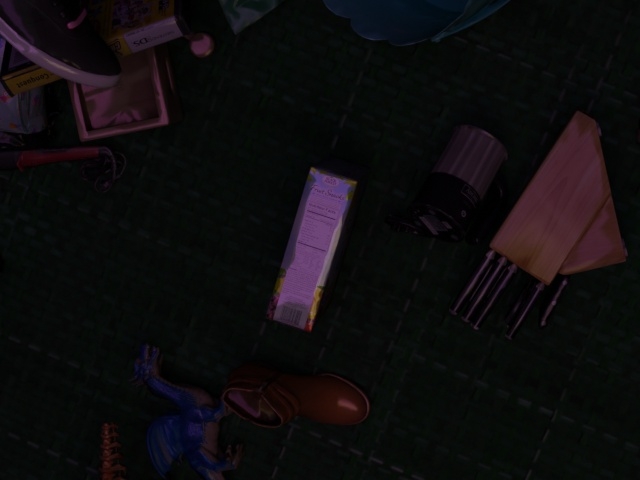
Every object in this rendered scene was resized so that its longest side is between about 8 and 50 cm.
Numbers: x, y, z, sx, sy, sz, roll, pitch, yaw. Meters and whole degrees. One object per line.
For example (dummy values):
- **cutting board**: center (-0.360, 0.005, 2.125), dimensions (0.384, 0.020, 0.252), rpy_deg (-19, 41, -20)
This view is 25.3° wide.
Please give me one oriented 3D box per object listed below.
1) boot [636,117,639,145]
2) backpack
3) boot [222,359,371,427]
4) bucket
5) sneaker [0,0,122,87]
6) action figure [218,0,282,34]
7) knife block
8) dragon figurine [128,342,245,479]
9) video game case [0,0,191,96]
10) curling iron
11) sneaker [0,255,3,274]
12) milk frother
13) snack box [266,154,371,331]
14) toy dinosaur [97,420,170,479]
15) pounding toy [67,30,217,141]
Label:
- **boot**: center (0.576, -0.247, 1.769), dimensions (0.377, 0.138, 0.284), rpy_deg (-3, 99, 6)
- **backpack**: center (-0.434, -0.218, 1.940), dimensions (0.152, 0.115, 0.182), rpy_deg (7, 111, 3)
- **boot**: center (-0.035, 0.222, 1.928), dimensions (0.197, 0.152, 0.073), rpy_deg (14, 100, 7)
- **bucket**: center (0.135, -0.387, 1.754), dimensions (0.281, 0.183, 0.281), rpy_deg (11, 111, 32)
- **sneaker**: center (-0.320, -0.309, 1.648), dimensions (0.295, 0.104, 0.147), rpy_deg (41, 116, -13)
- **action figure**: center (-0.123, -0.405, 1.871), dimensions (0.137, 0.063, 0.232), rpy_deg (-37, 106, -6)
- **knife block**: center (0.270, -0.017, 1.877), dimensions (0.242, 0.088, 0.276), rpy_deg (-12, 97, 10)
- **dragon figurine**: center (-0.188, 0.280, 1.994), dimensions (0.144, 0.085, 0.289), rpy_deg (-7, 93, 12)
- **video game case**: center (-0.285, -0.314, 1.847), dimensions (0.248, 0.275, 0.035), rpy_deg (-18, 131, 11)
- **curling iron**: center (-0.404, -0.102, 1.996), dimensions (0.274, 0.035, 0.068), rpy_deg (1, 110, 10)
- **sneaker**: center (-0.585, -0.024, 2.009), dimensions (0.124, 0.107, 0.283), rpy_deg (-38, 91, 18)
- **milk frother**: center (0.163, -0.068, 1.889), dimensions (0.143, 0.129, 0.135), rpy_deg (16, 63, 34)
- **snack box**: center (0.000, 0.000, 1.879), dimensions (0.070, 0.174, 0.207), rpy_deg (17, 101, 5)
- **toy dinosaur**: center (-0.254, 0.416, 1.959), dimensions (0.164, 0.218, 0.322), rpy_deg (14, 100, 8)
- **pounding toy**: center (-0.232, -0.243, 1.922), dimensions (0.206, 0.094, 0.181), rpy_deg (-10, 97, 10)
